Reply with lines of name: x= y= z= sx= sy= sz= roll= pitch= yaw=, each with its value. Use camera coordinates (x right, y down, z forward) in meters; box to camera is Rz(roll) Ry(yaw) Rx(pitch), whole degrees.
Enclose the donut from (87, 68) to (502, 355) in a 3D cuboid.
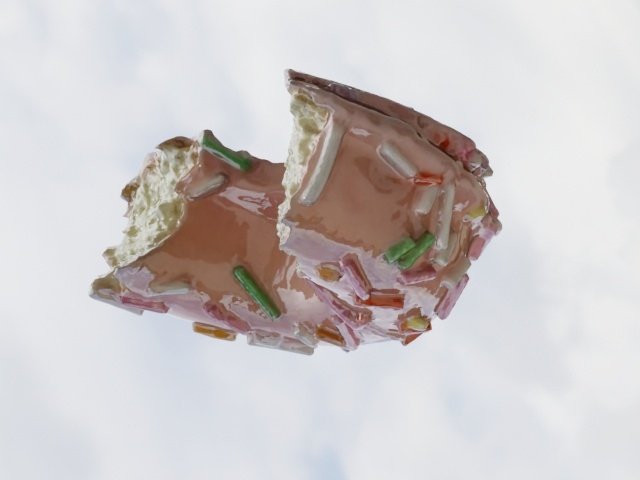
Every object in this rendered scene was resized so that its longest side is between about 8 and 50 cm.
donut: x=0.000 y=0.000 z=0.603 sx=0.117 sy=0.166 sz=0.065 roll=19 pitch=-106 yaw=-22
